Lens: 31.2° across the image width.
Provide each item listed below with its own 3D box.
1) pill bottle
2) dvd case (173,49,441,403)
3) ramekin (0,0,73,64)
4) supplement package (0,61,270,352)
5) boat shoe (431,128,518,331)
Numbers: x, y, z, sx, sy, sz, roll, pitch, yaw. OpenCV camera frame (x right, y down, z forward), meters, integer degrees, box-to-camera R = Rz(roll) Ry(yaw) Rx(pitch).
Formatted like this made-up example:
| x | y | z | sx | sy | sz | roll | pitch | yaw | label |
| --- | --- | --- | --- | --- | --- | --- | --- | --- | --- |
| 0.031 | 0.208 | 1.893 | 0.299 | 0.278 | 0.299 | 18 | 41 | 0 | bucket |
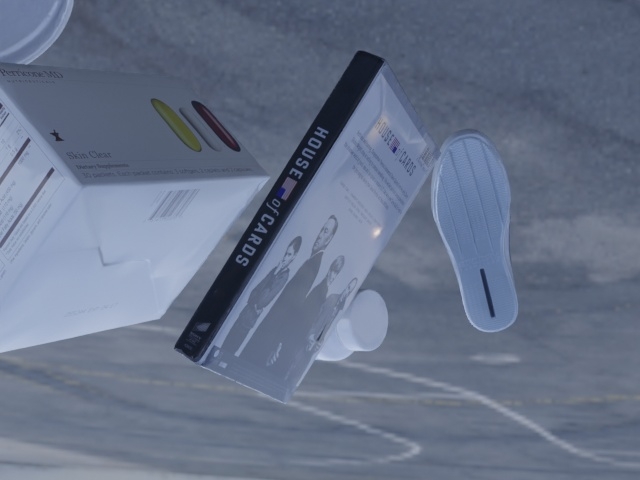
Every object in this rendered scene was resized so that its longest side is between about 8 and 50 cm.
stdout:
| x | y | z | sx | sy | sz | roll | pitch | yaw | label |
| --- | --- | --- | --- | --- | --- | --- | --- | --- | --- |
| -0.011 | 0.120 | 1.735 | 0.221 | 0.124 | 0.124 | -3 | 165 | 40 | pill bottle |
| 0.000 | 0.000 | 0.836 | 0.029 | 0.238 | 0.179 | 29 | 174 | 23 | dvd case |
| -0.339 | -0.251 | 1.049 | 0.207 | 0.109 | 0.207 | -17 | 149 | -11 | ramekin |
| -0.212 | -0.031 | 1.015 | 0.204 | 0.145 | 0.262 | -50 | 161 | 24 | supplement package |
| 0.213 | -0.018 | 1.599 | 0.109 | 0.302 | 0.094 | -9 | -156 | 3 | boat shoe |
